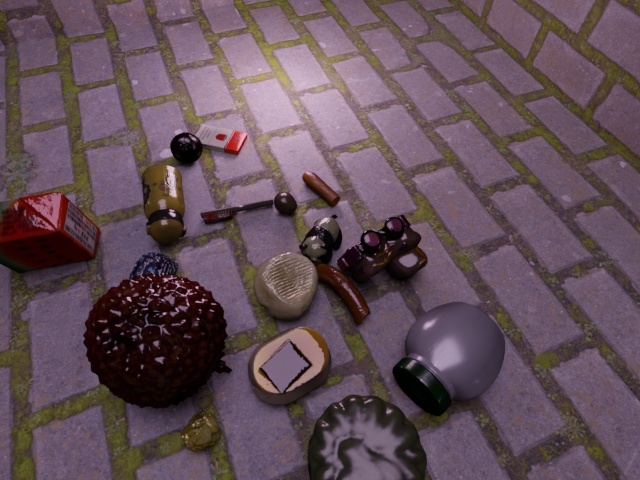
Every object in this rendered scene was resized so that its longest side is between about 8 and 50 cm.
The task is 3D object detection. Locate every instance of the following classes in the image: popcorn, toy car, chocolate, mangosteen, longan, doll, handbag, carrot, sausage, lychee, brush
[{"bbox_3d":[-0.379,0.612,1.363,0.106,0.116,0.120,34,13,-13],"label":"popcorn"},{"bbox_3d":[0.253,0.066,1.679,0.341,0.271,0.240,-32,83,-18],"label":"toy car"},{"bbox_3d":[-1.080,-0.020,1.621,0.342,0.360,0.161,-11,70,-9],"label":"chocolate"},{"bbox_3d":[-0.642,-0.445,2.050,0.153,0.152,0.152,1,56,-1],"label":"mangosteen"},{"bbox_3d":[-0.154,-0.166,1.899,0.113,0.092,0.113,26,17,-8],"label":"longan"},{"bbox_3d":[0.000,-0.002,1.756,0.144,0.135,0.234,24,53,15],"label":"doll"},{"bbox_3d":[-0.659,0.166,1.646,0.162,0.113,0.260,6,63,10],"label":"handbag"},{"bbox_3d":[-0.003,-0.247,1.973,0.067,0.067,0.225,-36,65,-23],"label":"carrot"},{"bbox_3d":[0.088,0.193,1.656,0.076,0.102,0.302,-9,50,-49],"label":"sausage"},{"bbox_3d":[-0.495,0.327,1.374,0.425,0.500,0.424,-32,33,24],"label":"lychee"},{"bbox_3d":[-0.364,-0.128,1.886,0.321,0.060,0.050,-13,70,-10],"label":"brush"}]

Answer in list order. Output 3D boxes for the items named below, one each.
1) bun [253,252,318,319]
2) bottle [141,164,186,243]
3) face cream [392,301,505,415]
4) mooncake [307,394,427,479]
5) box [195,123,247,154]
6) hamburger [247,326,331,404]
[{"bbox_3d":[-0.136,0.177,1.629,0.259,0.160,0.259,8,61,-15],"label":"bun"},{"bbox_3d":[-0.666,-0.147,1.819,0.172,0.171,0.351,-12,57,-9],"label":"bottle"},{"bbox_3d":[0.439,0.393,1.458,0.357,0.219,0.312,-37,65,-23],"label":"face cream"},{"bbox_3d":[0.135,0.656,1.289,0.357,0.194,0.356,1,55,-2],"label":"mooncake"},{"bbox_3d":[-0.507,-0.511,2.152,0.245,0.035,0.139,14,56,8],"label":"box"},{"bbox_3d":[-0.104,0.425,1.468,0.295,0.151,0.227,-23,65,-21],"label":"hamburger"}]
